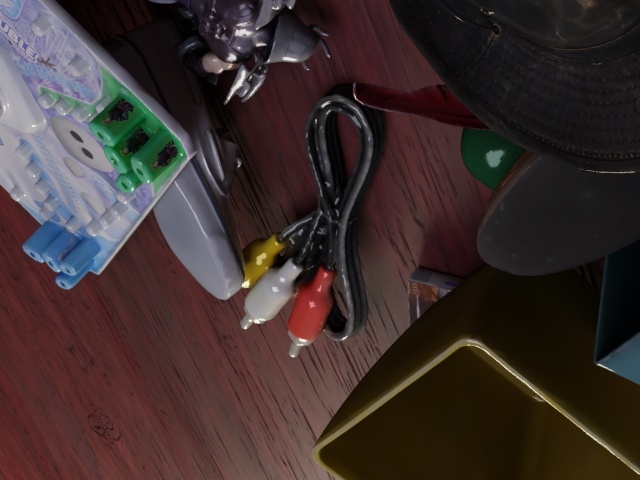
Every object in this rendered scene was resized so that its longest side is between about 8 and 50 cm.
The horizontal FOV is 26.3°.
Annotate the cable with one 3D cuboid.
[{"bbox_3d":[0.000,0.000,1.203,0.139,0.072,0.287,41,141,13],"label":"cable"}]

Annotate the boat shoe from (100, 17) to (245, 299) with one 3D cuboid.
[{"bbox_3d":[-0.110,-0.071,1.206,0.095,0.084,0.258,19,136,52],"label":"boat shoe"}]

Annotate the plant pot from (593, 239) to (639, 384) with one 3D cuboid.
[{"bbox_3d":[0.338,0.043,0.942,0.234,0.166,0.165,31,136,-13],"label":"plant pot"}]

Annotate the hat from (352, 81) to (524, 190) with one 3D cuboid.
[{"bbox_3d":[0.137,-0.051,0.986,0.208,0.183,0.173,27,137,12],"label":"hat"}]

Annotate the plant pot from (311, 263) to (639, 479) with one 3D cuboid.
[{"bbox_3d":[0.157,0.126,1.110,0.212,0.187,0.212,38,133,-10],"label":"plant pot"}]

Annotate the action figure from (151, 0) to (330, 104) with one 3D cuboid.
[{"bbox_3d":[-0.114,-0.219,1.082,0.285,0.099,0.185,30,131,3],"label":"action figure"}]

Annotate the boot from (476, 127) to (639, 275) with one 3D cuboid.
[{"bbox_3d":[0.209,-0.098,0.909,0.112,0.115,0.305,22,125,-28],"label":"boot"}]

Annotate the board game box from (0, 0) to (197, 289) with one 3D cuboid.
[{"bbox_3d":[-0.312,-0.142,1.223,0.390,0.050,0.390,45,154,-3],"label":"board game box"}]

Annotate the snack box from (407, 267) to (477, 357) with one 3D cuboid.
[{"bbox_3d":[0.117,0.104,1.260,0.064,0.022,0.178,13,132,23],"label":"snack box"}]

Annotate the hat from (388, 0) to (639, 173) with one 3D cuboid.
[{"bbox_3d":[0.130,-0.201,0.788,0.331,0.134,0.332,3,95,38],"label":"hat"}]
